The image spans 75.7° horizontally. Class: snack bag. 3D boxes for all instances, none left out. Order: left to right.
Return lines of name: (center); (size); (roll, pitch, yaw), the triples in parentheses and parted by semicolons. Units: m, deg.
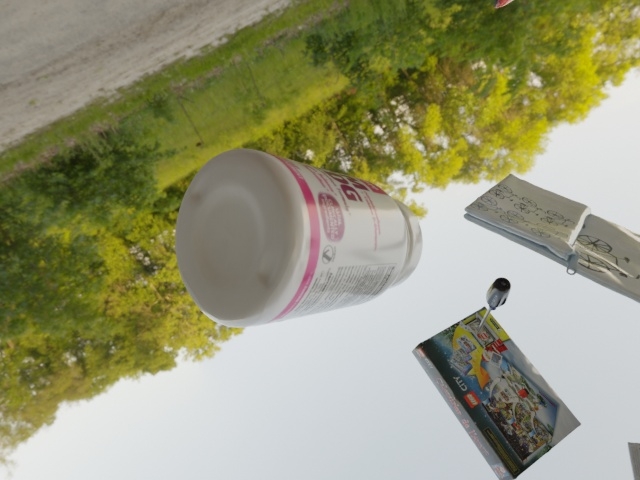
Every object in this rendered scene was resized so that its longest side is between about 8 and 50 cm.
snack bag: (0.463, -0.016, 0.743); (0.343, 0.037, 0.323); (32, -146, 25)

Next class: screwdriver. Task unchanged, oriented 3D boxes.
screwdriver: (0.222, 0.091, 0.533); (0.025, 0.170, 0.024); (1, -120, 17)

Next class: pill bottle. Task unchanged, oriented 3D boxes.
pill bottle: (0.000, 0.000, 0.471); (0.160, 0.160, 0.283); (-20, 167, 33)

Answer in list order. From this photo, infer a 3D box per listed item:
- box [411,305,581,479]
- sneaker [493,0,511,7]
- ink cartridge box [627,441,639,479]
box: (0.288, 0.244, 0.691); (0.159, 0.233, 0.044); (-22, 152, -22)
sneaker: (0.102, -0.356, 0.441); (0.148, 0.131, 0.350); (-43, -120, -10)
ink cartridge box: (0.473, 0.399, 0.571); (0.046, 0.097, 0.207); (-10, -122, 33)
